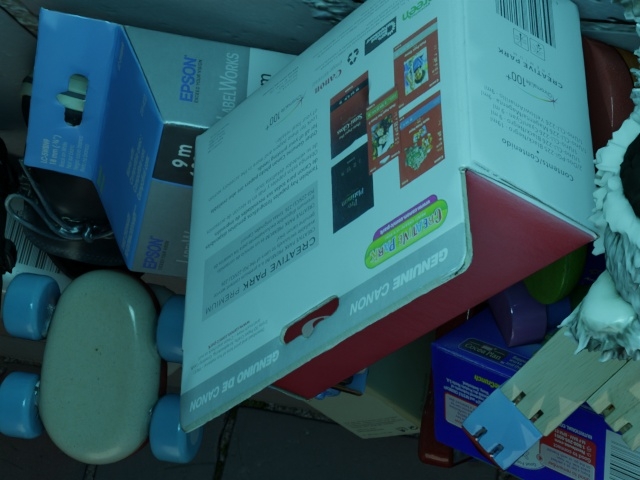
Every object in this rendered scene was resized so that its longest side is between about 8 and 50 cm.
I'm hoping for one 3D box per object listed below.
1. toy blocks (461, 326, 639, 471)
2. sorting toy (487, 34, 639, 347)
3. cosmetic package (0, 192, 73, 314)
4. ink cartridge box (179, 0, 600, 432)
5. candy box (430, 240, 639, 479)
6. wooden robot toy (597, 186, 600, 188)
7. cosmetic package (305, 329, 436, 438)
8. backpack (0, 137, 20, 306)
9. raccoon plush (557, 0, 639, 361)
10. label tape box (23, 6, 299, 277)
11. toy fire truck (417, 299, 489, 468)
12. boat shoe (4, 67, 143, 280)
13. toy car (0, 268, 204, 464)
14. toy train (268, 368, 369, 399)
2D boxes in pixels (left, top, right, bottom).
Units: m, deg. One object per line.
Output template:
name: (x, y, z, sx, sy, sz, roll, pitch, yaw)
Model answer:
toy blocks: (0.266, 0.056, 1.173, 0.191, 0.381, 0.261, 47, 128, 10)
sorting toy: (0.236, -0.032, 1.276, 0.126, 0.127, 0.365, -8, 145, -13)
cosmetic package: (-0.406, 0.020, 2.070, 0.217, 0.156, 0.385, 16, 170, -18)
ink cartridge box: (0.040, -0.014, 1.098, 0.130, 0.272, 0.309, 24, 141, -31)
candy box: (0.305, 0.123, 1.463, 0.268, 0.122, 0.317, 21, -144, 39)
wooden robot toy: (0.295, -0.067, 1.345, 0.173, 0.076, 0.079, 14, -158, 6)
cosmetic package: (0.015, 0.101, 1.803, 0.113, 0.160, 0.309, -11, 147, 35)
backpack: (-0.521, -0.061, 1.626, 0.273, 0.290, 0.355, -20, 144, 18)
raccoon plush: (0.328, -0.023, 0.942, 0.446, 0.299, 0.216, 23, 163, -37)
label tape box: (-0.097, -0.065, 1.368, 0.333, 0.106, 0.241, 9, 147, -9)
toy fire truck: (0.169, 0.126, 1.745, 0.169, 0.254, 0.302, 9, 178, 14)
boat shoe: (-0.233, -0.055, 1.645, 0.186, 0.156, 0.500, 15, 165, -3)
toy car: (-0.209, 0.130, 1.725, 0.219, 0.210, 0.238, 7, -174, 15)
toy train: (-0.031, 0.104, 1.536, 0.184, 0.080, 0.105, 18, 159, -12)
